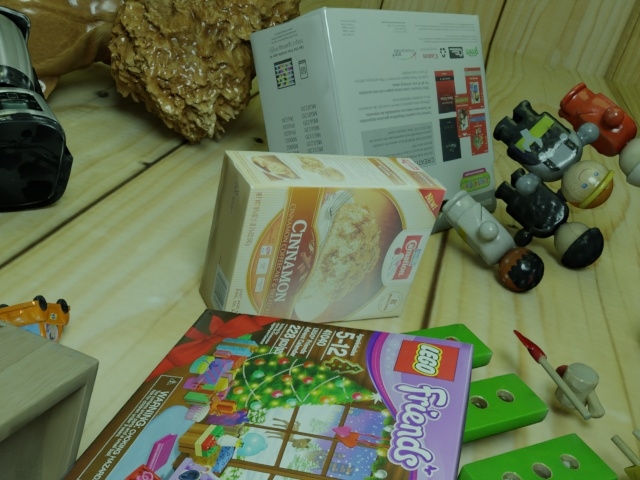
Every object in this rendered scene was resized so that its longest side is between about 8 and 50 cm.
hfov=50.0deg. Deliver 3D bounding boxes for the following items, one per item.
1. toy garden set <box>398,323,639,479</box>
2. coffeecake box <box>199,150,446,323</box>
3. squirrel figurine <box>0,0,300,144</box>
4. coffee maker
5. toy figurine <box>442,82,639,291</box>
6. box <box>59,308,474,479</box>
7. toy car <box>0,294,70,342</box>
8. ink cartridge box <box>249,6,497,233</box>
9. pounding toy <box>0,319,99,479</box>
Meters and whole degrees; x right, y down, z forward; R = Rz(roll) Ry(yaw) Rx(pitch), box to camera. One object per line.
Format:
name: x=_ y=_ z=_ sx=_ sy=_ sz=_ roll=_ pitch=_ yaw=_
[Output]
toy garden set: x=0.170 y=0.154 z=0.518 sx=0.204 sy=0.049 sz=0.244 roll=-4 pitch=33 yaw=-29
coffeecake box: x=0.000 y=0.000 z=0.610 sx=0.185 sy=0.142 sz=0.068 roll=-2 pitch=33 yaw=-28
squirrel figurine: x=-0.243 y=-0.301 z=0.920 sx=0.397 sy=0.281 sz=0.370 roll=30 pitch=38 yaw=31
coffee maker: x=-0.318 y=-0.116 z=0.684 sx=0.120 sy=0.171 sz=0.178 roll=-20 pitch=61 yaw=-16
toy figurine: x=0.266 y=-0.052 z=0.774 sx=0.209 sy=0.213 sz=0.148 roll=-20 pitch=60 yaw=-43
box: x=-0.031 y=0.142 z=0.374 sx=0.201 sy=0.057 sz=0.293 roll=6 pitch=26 yaw=15
toy car: x=-0.245 y=0.071 z=0.496 sx=0.122 sy=0.060 sz=0.040 roll=-11 pitch=79 yaw=-12
ink cartridge box: x=0.084 y=-0.140 z=0.874 sx=0.130 sy=0.272 sz=0.309 roll=-2 pitch=10 yaw=45
pounding toy: x=-0.197 y=0.123 z=0.326 sx=0.100 sy=0.141 sz=0.130 roll=20 pitch=14 yaw=9
